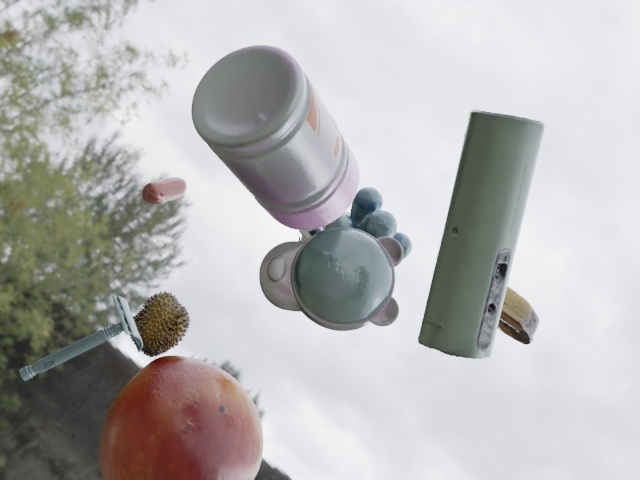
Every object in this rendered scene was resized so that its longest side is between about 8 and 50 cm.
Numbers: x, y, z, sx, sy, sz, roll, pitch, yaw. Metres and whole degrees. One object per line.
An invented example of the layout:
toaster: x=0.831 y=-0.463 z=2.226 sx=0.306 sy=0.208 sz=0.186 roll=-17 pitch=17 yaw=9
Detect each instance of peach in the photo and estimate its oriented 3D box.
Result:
peach: x=-0.321 y=0.449 z=2.012 sx=0.388 sy=0.388 sz=0.388 roll=36 pitch=-28 yaw=23

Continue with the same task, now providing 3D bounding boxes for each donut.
donut: x=0.432 y=0.162 z=2.042 sx=0.184 sy=0.073 sz=0.166 roll=45 pitch=-12 yaw=-29

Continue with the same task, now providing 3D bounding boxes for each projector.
projector: x=0.221 y=-0.008 z=1.221 sx=0.108 sy=0.108 sz=0.338 roll=19 pitch=-80 yaw=45

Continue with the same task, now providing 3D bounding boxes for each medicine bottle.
medicine bottle: x=-0.069 y=-0.171 z=1.533 sx=0.202 sy=0.202 sz=0.316 roll=31 pitch=-10 yaw=30

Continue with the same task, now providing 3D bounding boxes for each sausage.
sausage: x=-0.414 y=-0.133 z=2.333 sx=0.062 sy=0.154 sz=0.062 roll=5 pitch=-77 yaw=23

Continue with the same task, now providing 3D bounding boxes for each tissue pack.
tissue pack: x=0.000 y=0.000 z=1.854 sx=0.083 sy=0.042 sz=0.062 roll=46 pitch=2 yaw=16

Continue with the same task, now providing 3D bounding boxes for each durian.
durian: x=-0.386 y=0.203 z=2.128 sx=0.137 sy=0.168 sz=0.158 roll=30 pitch=0 yaw=30

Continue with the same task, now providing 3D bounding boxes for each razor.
razor: x=-0.461 y=0.204 z=1.676 sx=0.106 sy=0.231 sz=0.068 roll=59 pitch=-8 yaw=40

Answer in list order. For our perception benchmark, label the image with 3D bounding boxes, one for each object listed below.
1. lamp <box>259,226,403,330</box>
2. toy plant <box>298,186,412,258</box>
lamp: x=0.015 y=0.059 z=1.495 sx=0.245 sy=0.180 sz=0.108 roll=4 pitch=-25 yaw=6
toy plant: x=0.104 y=-0.005 z=2.328 sx=0.247 sy=0.247 sz=0.332 roll=51 pitch=-29 yaw=-7
